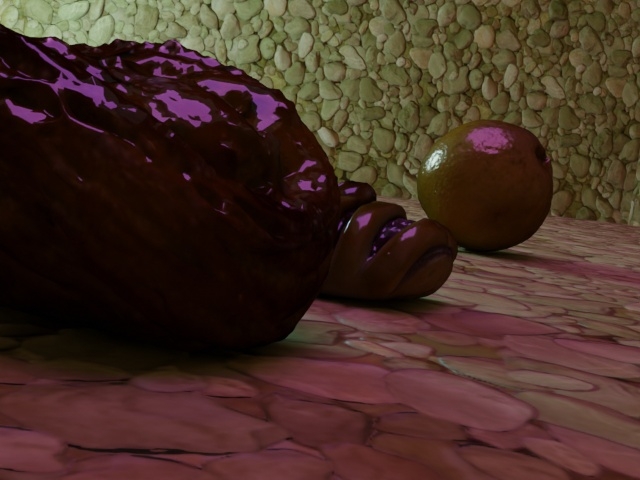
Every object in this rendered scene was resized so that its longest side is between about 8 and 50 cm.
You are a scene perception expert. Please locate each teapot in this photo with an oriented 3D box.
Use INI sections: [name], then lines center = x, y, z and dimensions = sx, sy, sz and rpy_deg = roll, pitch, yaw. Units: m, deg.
[teapot]
center = 0.046, -0.040, 1.266
dimensions = 0.098, 0.078, 0.129
rpy_deg = -32, -12, 4

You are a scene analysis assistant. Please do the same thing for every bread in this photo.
[bread]
center = 0.000, 0.000, 0.717
dimensions = 0.225, 0.081, 0.134
rpy_deg = 10, 7, 19

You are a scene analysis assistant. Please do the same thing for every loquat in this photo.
[loquat]
center = 0.248, -0.081, 1.267
dimensions = 0.208, 0.208, 0.208
rpy_deg = 7, 6, -1

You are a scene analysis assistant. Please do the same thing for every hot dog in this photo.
[hot dog]
center = -0.179, -0.049, 0.510
dimensions = 0.388, 0.174, 0.267
rpy_deg = 10, 8, 18
